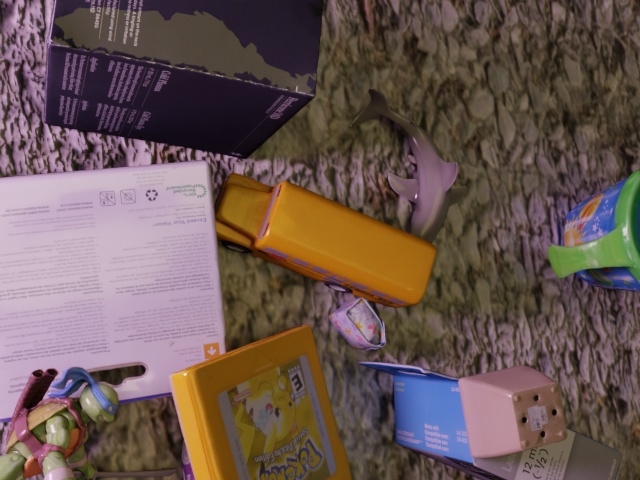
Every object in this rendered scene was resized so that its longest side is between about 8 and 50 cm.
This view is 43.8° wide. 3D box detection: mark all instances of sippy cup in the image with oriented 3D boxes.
[{"bbox_3d":[0.547,-0.008,1.376,0.305,0.224,0.240,21,76,-17],"label":"sippy cup"}]

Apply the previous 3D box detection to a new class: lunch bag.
[{"bbox_3d":[0.064,0.136,1.266,0.053,0.071,0.083,-37,94,-24],"label":"lunch bag"}]

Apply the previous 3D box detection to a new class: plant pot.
[{"bbox_3d":[0.260,0.226,1.043,0.109,0.096,0.109,-7,86,-22],"label":"plant pot"}]

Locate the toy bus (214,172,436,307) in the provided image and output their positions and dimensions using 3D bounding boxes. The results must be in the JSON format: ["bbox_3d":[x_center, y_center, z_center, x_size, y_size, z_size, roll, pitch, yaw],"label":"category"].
[{"bbox_3d":[0.000,0.000,1.227,0.332,0.130,0.108,23,76,-16],"label":"toy bus"}]

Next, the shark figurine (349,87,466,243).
[{"bbox_3d":[0.176,-0.134,1.320,0.166,0.116,0.278,-23,93,-22],"label":"shark figurine"}]

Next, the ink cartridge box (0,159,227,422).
[{"bbox_3d":[-0.304,0.064,1.121,0.324,0.071,0.330,-6,98,-15],"label":"ink cartridge box"}]

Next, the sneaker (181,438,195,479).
[{"bbox_3d":[-0.132,0.391,1.128,0.152,0.114,0.305,19,69,-29],"label":"sneaker"}]

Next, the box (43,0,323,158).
[{"bbox_3d":[-0.198,-0.254,1.075,0.312,0.343,0.179,9,80,-19],"label":"box"}]

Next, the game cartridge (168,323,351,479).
[{"bbox_3d":[-0.063,0.305,1.132,0.285,0.052,0.324,-14,87,-55],"label":"game cartridge"}]

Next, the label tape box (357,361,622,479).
[{"bbox_3d":[0.233,0.297,1.211,0.347,0.249,0.115,24,76,-16],"label":"label tape box"}]

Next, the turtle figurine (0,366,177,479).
[{"bbox_3d":[-0.347,0.325,1.021,0.266,0.198,0.275,-28,119,-4],"label":"turtle figurine"}]
